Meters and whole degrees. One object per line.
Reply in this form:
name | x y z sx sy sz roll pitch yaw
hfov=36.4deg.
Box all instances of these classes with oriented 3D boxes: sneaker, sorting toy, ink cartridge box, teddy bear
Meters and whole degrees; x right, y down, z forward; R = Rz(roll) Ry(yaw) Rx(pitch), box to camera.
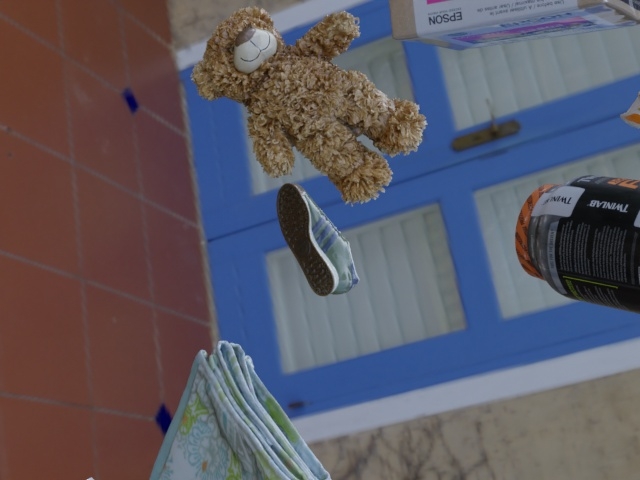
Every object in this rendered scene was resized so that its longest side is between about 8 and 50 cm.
sneaker | 0.000 0.000 1.507 0.086 0.064 0.192 2 57 -49
sorting toy | 0.462 -0.178 1.314 0.075 0.083 0.045 37 -3 -20
ink cartridge box | 0.216 -0.269 1.061 0.193 0.235 0.088 -12 98 -58
teddy bear | -0.016 -0.198 1.361 0.338 0.245 0.113 53 7 0

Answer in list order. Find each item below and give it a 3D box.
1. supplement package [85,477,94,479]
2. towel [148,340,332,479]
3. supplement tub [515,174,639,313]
supplement package | -0.418 0.561 1.666 0.203 0.194 0.149 45 19 12
towel | -0.133 0.380 1.429 0.090 0.374 0.320 -1 35 -35
supplement tub | 0.453 0.007 1.416 0.193 0.316 0.193 -9 104 -40
